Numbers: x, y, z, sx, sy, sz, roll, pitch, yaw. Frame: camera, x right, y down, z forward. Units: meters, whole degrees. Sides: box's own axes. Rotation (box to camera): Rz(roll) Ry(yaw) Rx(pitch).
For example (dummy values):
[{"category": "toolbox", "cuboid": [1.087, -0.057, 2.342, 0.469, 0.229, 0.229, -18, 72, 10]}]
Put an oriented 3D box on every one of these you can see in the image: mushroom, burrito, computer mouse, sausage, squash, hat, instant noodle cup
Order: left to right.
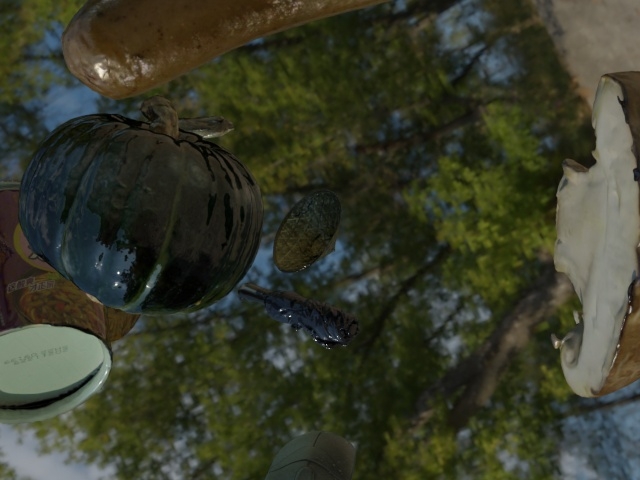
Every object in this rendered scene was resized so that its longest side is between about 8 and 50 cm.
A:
[{"category": "instant noodle cup", "cuboid": [-0.471, 0.110, 1.682, 0.340, 0.340, 0.266, 37, -160, -49]}, {"category": "squash", "cuboid": [-0.151, -0.025, 0.911, 0.218, 0.172, 0.218, 41, -178, -2]}, {"category": "burrito", "cuboid": [-0.246, -0.204, 1.958, 0.058, 0.188, 0.045, -79, -21, -44]}, {"category": "sausage", "cuboid": [-0.053, -0.291, 1.196, 0.123, 0.501, 0.136, 71, 180, -65]}, {"category": "computer mouse", "cuboid": [-0.016, 0.317, 1.398, 0.229, 0.113, 0.068, -66, -25, -58]}, {"category": "hat", "cuboid": [0.000, 0.000, 1.633, 0.067, 0.146, 0.146, 35, -147, -33]}, {"category": "mushroom", "cuboid": [0.292, 0.000, 0.911, 0.156, 0.151, 0.286, -127, 38, -68]}]

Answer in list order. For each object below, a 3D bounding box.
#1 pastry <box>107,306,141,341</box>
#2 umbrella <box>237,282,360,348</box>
[{"category": "pastry", "cuboid": [-0.421, 0.082, 1.997, 0.235, 0.132, 0.240, -53, -46, -53]}, {"category": "umbrella", "cuboid": [-0.046, 0.114, 1.714, 0.071, 0.248, 0.071, -30, -51, -46]}]
